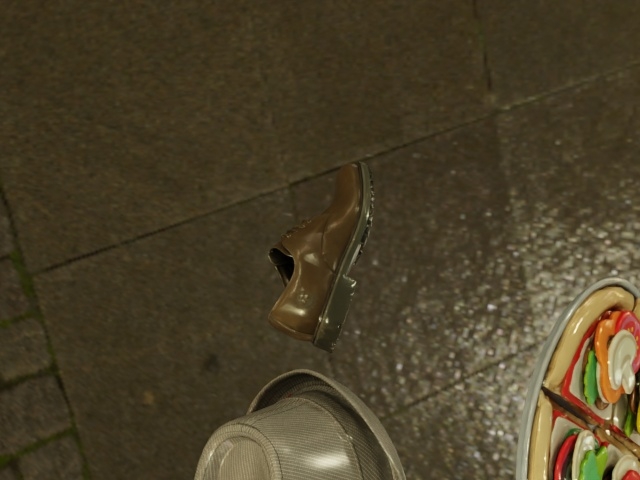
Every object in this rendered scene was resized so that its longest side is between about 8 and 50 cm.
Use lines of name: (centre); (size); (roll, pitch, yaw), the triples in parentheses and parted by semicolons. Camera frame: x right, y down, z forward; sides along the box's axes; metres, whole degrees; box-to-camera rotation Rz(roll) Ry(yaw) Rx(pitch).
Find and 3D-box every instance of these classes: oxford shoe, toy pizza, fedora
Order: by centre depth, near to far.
toy pizza: (0.188, 0.125, 0.757); (0.201, 0.032, 0.201); (-13, 107, -50)
fedora: (-0.034, 0.260, 1.043); (0.124, 0.243, 0.276); (-6, 105, -41)
oxford shoe: (0.000, 0.000, 1.201); (0.096, 0.083, 0.227); (17, 54, 1)
